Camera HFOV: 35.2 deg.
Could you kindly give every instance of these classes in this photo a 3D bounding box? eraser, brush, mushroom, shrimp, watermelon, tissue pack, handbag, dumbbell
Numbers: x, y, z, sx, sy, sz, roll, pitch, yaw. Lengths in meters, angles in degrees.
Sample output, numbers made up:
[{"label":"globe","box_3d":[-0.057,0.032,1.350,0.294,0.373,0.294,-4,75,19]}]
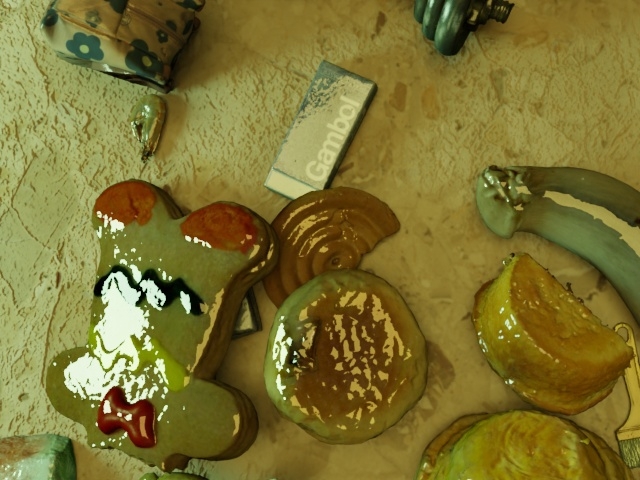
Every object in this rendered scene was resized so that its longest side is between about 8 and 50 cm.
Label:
[{"label":"eraser","box_3d":[0.001,-0.157,1.508,0.092,0.046,0.212,25,88,9]},{"label":"brush","box_3d":[0.449,0.217,1.430,0.083,0.011,0.205,-11,82,7]},{"label":"mushroom","box_3d":[0.400,0.004,1.402,0.397,0.126,0.177,40,97,6]},{"label":"shrimp","box_3d":[-0.272,-0.174,1.560,0.059,0.023,0.108,15,87,18]},{"label":"watermelon","box_3d":[-0.493,0.358,1.512,0.241,0.094,0.154,5,78,11]},{"label":"tissue pack","box_3d":[-0.160,0.075,1.506,0.112,0.051,0.156,-16,83,9]},{"label":"handbag","box_3d":[-0.278,-0.319,1.466,0.193,0.251,0.190,28,88,-8]},{"label":"dumbbell","box_3d":[0.088,-0.408,1.455,0.406,0.179,0.179,26,88,10]}]

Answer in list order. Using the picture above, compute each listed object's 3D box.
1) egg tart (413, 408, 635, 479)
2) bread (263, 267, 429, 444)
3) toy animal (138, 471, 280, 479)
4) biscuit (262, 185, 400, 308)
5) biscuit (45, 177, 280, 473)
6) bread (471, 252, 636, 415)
[{"label":"egg tart","box_3d":[0.270,0.325,1.313,0.319,0.128,0.319,-4,42,4]},{"label":"bread","box_3d":[0.030,0.166,1.420,0.244,0.134,0.244,1,81,-5]},{"label":"toy animal","box_3d":[-0.214,0.399,1.422,0.363,0.181,0.180,-39,90,4]},{"label":"biscuit","box_3d":[0.000,0.000,1.476,0.224,0.033,0.144,-37,108,0]},{"label":"biscuit","box_3d":[-0.227,0.122,1.437,0.368,0.076,0.394,14,86,31]},{"label":"bread","box_3d":[0.299,0.135,1.370,0.229,0.143,0.139,44,49,17]}]
